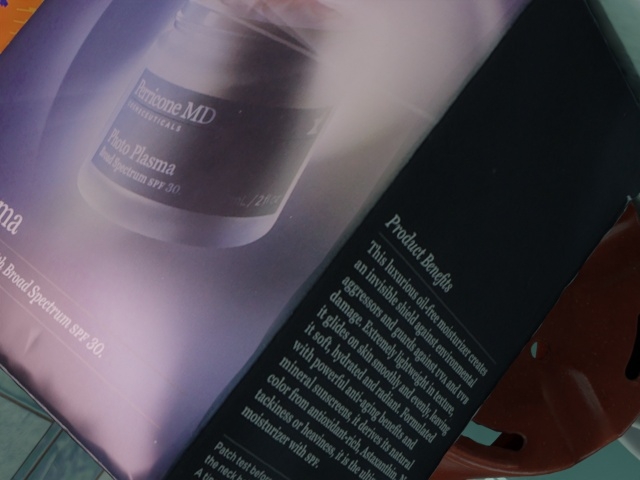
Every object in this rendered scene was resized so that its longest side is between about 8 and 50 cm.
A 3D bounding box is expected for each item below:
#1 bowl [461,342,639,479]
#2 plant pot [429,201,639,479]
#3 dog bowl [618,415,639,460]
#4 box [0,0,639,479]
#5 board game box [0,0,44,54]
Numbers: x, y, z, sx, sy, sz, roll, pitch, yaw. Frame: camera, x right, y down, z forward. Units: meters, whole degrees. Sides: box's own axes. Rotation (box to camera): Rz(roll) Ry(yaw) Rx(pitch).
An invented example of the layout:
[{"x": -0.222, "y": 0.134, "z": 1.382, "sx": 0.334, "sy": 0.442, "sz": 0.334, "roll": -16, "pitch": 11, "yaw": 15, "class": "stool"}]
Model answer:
[{"x": 0.217, "y": 0.176, "z": 1.198, "sx": 0.311, "sy": 0.163, "sz": 0.311, "roll": 41, "pitch": -177, "yaw": -3, "class": "bowl"}, {"x": 0.087, "y": 0.054, "z": 0.862, "sx": 0.272, "sy": 0.272, "sz": 0.265, "roll": 37, "pitch": 166, "yaw": -7, "class": "plant pot"}, {"x": 0.340, "y": 0.160, "z": 0.871, "sx": 0.265, "sy": 0.104, "sz": 0.265, "roll": 36, "pitch": 174, "yaw": 5, "class": "dog bowl"}, {"x": -0.038, "y": -0.027, "z": 0.661, "sx": 0.296, "sy": 0.294, "sz": 0.183, "roll": 31, "pitch": 170, "yaw": 41, "class": "box"}, {"x": -0.340, "y": -0.164, "z": 1.021, "sx": 0.356, "sy": 0.356, "sz": 0.356, "roll": 35, "pitch": 174, "yaw": 13, "class": "board game box"}]
